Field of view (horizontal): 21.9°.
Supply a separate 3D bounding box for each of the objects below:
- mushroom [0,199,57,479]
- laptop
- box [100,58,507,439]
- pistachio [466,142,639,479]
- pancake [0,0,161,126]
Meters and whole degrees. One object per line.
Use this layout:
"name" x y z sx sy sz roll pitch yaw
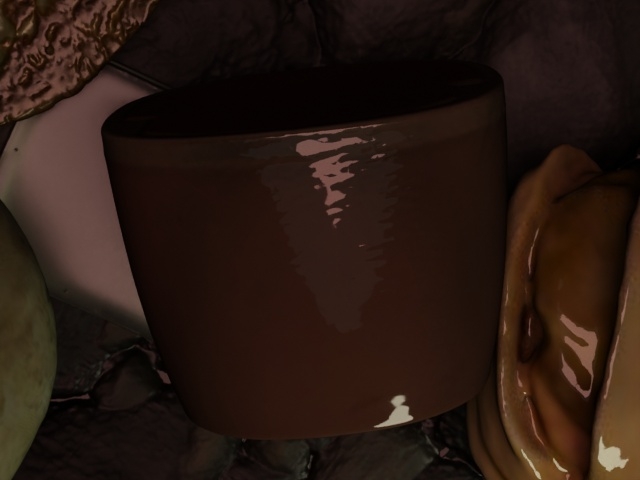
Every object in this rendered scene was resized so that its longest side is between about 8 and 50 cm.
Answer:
"mushroom" -0.352 0.073 1.141 0.352 0.260 0.352 5 70 -14
"laptop" -0.122 -0.019 1.280 0.269 0.015 0.187 25 93 -9
"box" 0.000 0.000 1.146 0.301 0.301 0.216 -8 101 -6
"pistachio" 0.220 0.089 1.233 0.229 0.238 0.321 3 105 26
"pancake" -0.206 -0.220 1.231 0.197 0.054 0.376 39 90 0
